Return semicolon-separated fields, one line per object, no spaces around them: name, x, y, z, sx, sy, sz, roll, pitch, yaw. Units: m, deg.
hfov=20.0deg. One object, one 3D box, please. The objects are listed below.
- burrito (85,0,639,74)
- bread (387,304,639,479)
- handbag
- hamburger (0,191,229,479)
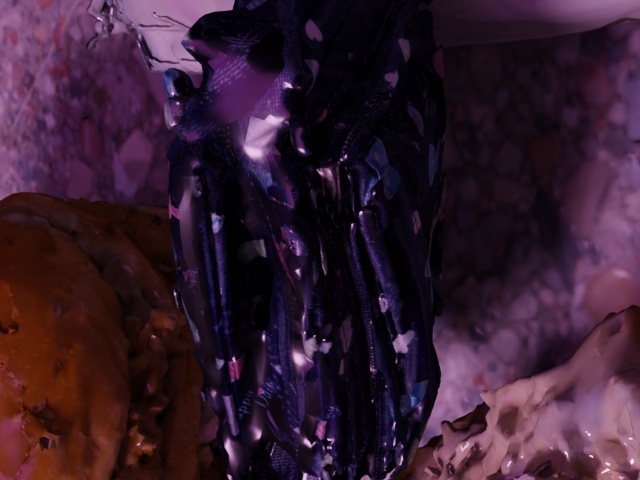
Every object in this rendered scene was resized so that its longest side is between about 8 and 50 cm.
burrito;0.024;-0.148;0.835;0.446;0.101;0.139;-6;107;43
bread;0.111;0.172;0.743;0.274;0.149;0.274;-42;34;36
handbag;0.000;0.000;0.788;0.113;0.162;0.260;7;134;15
hamburger;-0.143;0.094;0.957;0.245;0.211;0.260;-44;62;31
